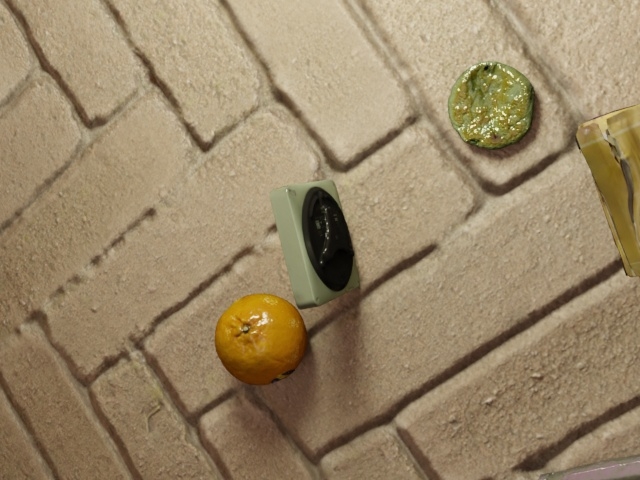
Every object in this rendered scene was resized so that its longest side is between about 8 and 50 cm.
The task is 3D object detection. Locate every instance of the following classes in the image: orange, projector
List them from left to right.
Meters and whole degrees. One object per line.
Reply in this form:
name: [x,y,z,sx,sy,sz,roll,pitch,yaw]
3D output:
orange: [-0.142,0.232,1.878,0.219,0.193,0.219,-4,83,36]
projector: [0.000,0.000,1.740,0.079,0.257,0.259,-14,92,25]

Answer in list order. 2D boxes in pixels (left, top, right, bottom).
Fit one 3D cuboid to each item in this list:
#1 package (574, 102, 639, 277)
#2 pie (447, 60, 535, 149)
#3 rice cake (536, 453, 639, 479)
package: [0.602,-0.097,1.479,0.221,0.165,0.311,-18,92,51]
pie: [0.357,-0.280,1.665,0.186,0.041,0.187,3,98,23]
rice cake: [0.599,0.514,1.662,0.298,0.050,0.106,-19,89,25]
